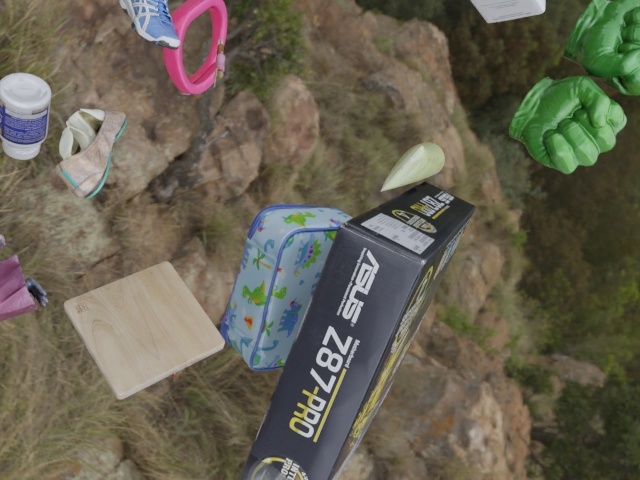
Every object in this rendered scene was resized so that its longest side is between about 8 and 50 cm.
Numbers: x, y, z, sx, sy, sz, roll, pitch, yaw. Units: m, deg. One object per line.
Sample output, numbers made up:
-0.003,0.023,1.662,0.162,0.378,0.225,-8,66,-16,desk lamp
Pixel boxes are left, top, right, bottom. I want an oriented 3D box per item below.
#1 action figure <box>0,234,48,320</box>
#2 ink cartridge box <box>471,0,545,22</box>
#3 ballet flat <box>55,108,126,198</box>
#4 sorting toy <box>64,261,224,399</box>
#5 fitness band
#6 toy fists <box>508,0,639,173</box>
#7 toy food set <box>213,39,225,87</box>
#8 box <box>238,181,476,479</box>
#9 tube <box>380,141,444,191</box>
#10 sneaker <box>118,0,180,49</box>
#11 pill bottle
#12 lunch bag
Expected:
-0.803,0.148,1.529,0.370,0.248,0.276,-24,80,-34,action figure
0.316,-0.562,1.290,0.289,0.121,0.211,19,73,-56,ink cartridge box
-0.475,-0.211,1.463,0.106,0.107,0.316,41,21,-29,ballet flat
-0.389,0.205,1.567,0.255,0.089,0.257,-24,60,-32,sorting toy
-0.295,-0.476,1.719,0.291,0.054,0.209,-63,159,-49,fitness band
0.410,-0.234,1.056,0.279,0.142,0.096,-56,153,3,toy fists
-0.229,-0.412,1.622,0.019,0.078,0.122,6,58,-11,toy food set
0.059,0.105,0.840,0.318,0.097,0.395,-66,168,16,box
0.157,-0.128,1.164,0.240,0.062,0.070,-30,122,-69,tube
-0.349,-0.472,1.463,0.080,0.081,0.211,1,44,-52,sneaker
-0.679,-0.277,1.619,0.112,0.187,0.112,14,48,-15,pill bottle
-0.028,0.062,0.947,0.176,0.090,0.219,-4,119,-41,lunch bag
